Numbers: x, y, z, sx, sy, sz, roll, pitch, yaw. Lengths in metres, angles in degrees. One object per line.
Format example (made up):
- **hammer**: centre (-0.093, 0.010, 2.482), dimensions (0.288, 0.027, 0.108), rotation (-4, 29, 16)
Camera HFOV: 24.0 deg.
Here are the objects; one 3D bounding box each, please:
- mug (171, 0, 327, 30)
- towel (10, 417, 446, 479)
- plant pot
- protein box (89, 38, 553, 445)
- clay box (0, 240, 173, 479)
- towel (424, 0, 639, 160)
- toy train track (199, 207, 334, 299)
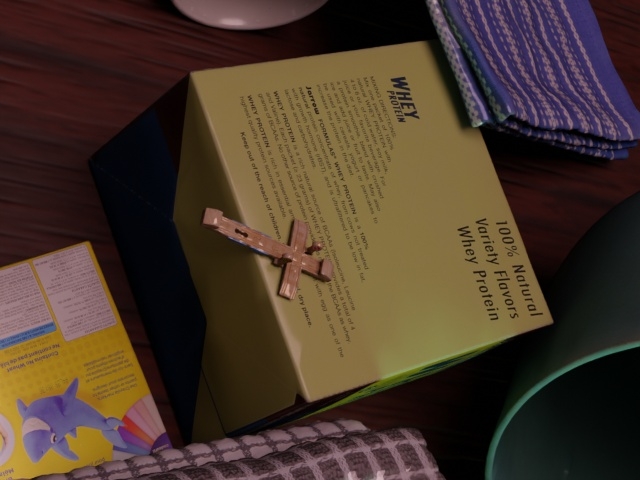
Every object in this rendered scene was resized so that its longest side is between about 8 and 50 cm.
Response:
- **mug**: centre (-0.066, -0.246, 1.004), dimensions (0.150, 0.113, 0.169), rotation (11, 62, -34)
- **towel**: centre (-0.037, 0.246, 0.775), dimensions (0.235, 0.121, 0.283), rotation (-7, 93, -38)
- **plant pot**: centre (0.271, 0.090, 1.013), dimensions (0.293, 0.293, 0.235), rotation (39, 40, -18)
- **protein box**: centre (0.000, 0.000, 0.934), dimensions (0.201, 0.136, 0.199), rotation (-14, 80, -38)
- **clay box**: centre (-0.148, 0.123, 0.830), dimensions (0.127, 0.053, 0.222), rotation (-19, 86, -38)
- **towel**: centre (0.143, -0.180, 1.085), dimensions (0.336, 0.040, 0.243), rotation (0, 67, -64)
- **toy train track**: centre (-0.026, 0.002, 0.817), dimensions (0.083, 0.014, 0.048), rotation (24, 59, -24)
